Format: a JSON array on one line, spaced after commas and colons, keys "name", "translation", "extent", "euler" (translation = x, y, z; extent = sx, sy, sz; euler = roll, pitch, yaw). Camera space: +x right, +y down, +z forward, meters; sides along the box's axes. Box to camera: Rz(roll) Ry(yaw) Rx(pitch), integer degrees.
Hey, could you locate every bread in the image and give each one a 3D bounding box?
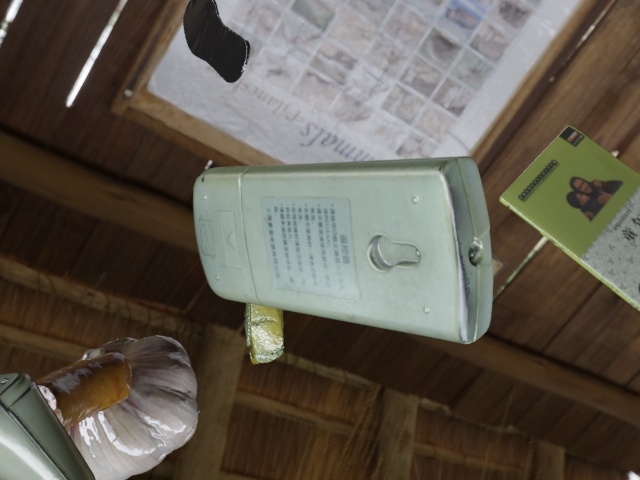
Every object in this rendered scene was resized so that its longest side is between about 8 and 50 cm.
[{"name": "bread", "translation": [-0.092, 0.125, 1.138], "extent": [0.064, 0.117, 0.156], "euler": [3, -128, -7]}]

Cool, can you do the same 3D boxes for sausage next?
[{"name": "sausage", "translation": [-0.413, 0.260, 1.192], "extent": [0.109, 0.109, 0.270], "euler": [39, -168, 10]}]

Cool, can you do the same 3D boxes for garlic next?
[{"name": "garlic", "translation": [-0.393, 0.338, 1.417], "extent": [0.322, 0.322, 0.241], "euler": [48, -165, 33]}]

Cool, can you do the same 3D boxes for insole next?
[{"name": "insole", "translation": [-0.213, -0.406, 1.384], "extent": [0.009, 0.119, 0.348], "euler": [12, -154, -37]}]

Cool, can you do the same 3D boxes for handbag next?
[{"name": "handbag", "translation": [-0.345, 0.312, 0.859], "extent": [0.109, 0.241, 0.315], "euler": [-40, -72, -40]}]

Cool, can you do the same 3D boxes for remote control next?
[{"name": "remote control", "translation": [0.000, 0.000, 0.434], "extent": [0.038, 0.098, 0.234], "euler": [-18, -165, -41]}]

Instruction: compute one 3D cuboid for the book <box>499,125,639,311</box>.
[{"name": "book", "translation": [0.527, -0.035, 1.257], "extent": [0.352, 0.239, 0.035], "euler": [41, 155, 13]}]
